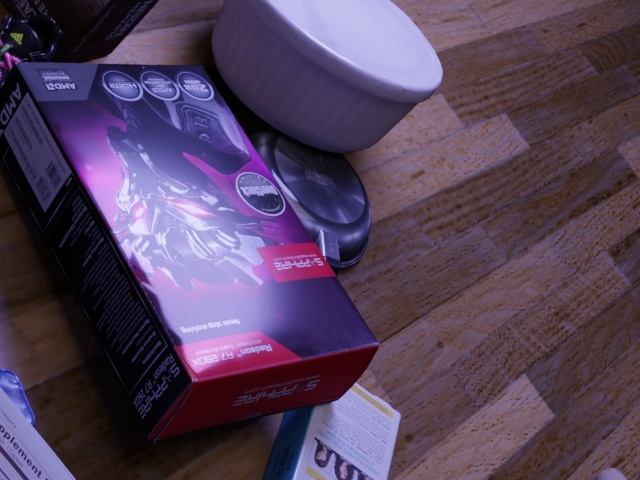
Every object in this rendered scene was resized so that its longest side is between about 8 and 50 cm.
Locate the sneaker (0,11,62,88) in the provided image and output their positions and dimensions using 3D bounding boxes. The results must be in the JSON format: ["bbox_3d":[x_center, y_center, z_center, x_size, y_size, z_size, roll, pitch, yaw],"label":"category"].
[{"bbox_3d":[-0.304,-0.175,1.254,0.063,0.075,0.170,48,36,-2],"label":"sneaker"}]

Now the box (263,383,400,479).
[{"bbox_3d":[0.002,0.233,1.225,0.100,0.060,0.244,38,37,-15],"label":"box"}]

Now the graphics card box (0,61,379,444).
[{"bbox_3d":[-0.131,-0.006,1.226,0.232,0.094,0.371,-6,54,-44],"label":"graphics card box"}]

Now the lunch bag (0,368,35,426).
[{"bbox_3d":[-0.272,0.142,1.015,0.098,0.065,0.067,10,36,-41],"label":"lunch bag"}]

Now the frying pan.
[{"bbox_3d":[-0.023,-0.018,1.443,0.197,0.053,0.326,35,35,-18],"label":"frying pan"}]

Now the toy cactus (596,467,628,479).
[{"bbox_3d":[0.352,0.336,1.495,0.219,0.112,0.180,30,21,-22],"label":"toy cactus"}]

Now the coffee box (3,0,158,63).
[{"bbox_3d":[-0.279,-0.320,1.358,0.247,0.141,0.098,55,36,5],"label":"coffee box"}]

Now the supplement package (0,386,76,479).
[{"bbox_3d":[-0.248,0.252,0.726,0.198,0.199,0.263,56,30,-19],"label":"supplement package"}]

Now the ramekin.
[{"bbox_3d":[-0.004,-0.218,1.533,0.272,0.127,0.273,28,29,-17],"label":"ramekin"}]
